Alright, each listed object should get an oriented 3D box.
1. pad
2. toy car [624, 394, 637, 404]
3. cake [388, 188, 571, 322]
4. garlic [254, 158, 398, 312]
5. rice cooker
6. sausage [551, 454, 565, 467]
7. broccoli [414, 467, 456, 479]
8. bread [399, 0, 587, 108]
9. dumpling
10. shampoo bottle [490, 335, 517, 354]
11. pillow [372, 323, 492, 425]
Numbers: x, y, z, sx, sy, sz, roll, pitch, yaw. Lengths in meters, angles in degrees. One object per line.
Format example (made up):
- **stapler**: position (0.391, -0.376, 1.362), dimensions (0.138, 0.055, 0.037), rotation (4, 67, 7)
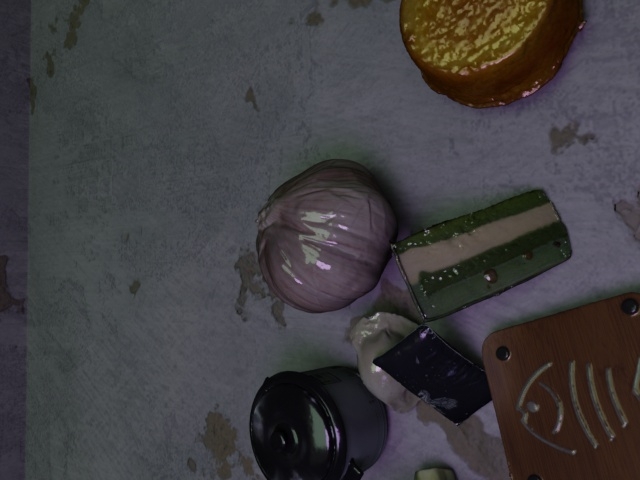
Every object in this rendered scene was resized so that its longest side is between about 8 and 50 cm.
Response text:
- **pad**: position (0.397, 0.250, 0.918), dimensions (0.284, 0.018, 0.287), rotation (-26, 62, 37)
- **toy car**: position (0.528, 0.243, 0.863), dimensions (0.170, 0.070, 0.080), rotation (-26, 72, 37)
- **cake**: position (0.280, 0.028, 1.082), dimensions (0.283, 0.172, 0.158), rotation (-22, 80, 2)
- **garlic**: position (0.000, 0.000, 1.165), dimensions (0.317, 0.259, 0.317), rotation (-49, 24, 31)
- **rice cooker**: position (-0.010, 0.371, 1.184), dimensions (0.280, 0.227, 0.241), rotation (38, 111, 32)
- **sausage**: position (0.437, 0.367, 0.928), dimensions (0.304, 0.078, 0.078), rotation (32, 108, 34)
- **broccoli**: position (0.198, 0.526, 1.053), dimensions (0.263, 0.247, 0.243), rotation (1, 51, 1)
- **bread**: position (0.275, -0.382, 1.023), dimensions (0.312, 0.172, 0.312), rotation (-2, 86, 36)
- **dumpling**: position (0.147, 0.230, 1.153), dimensions (0.155, 0.181, 0.111), rotation (-35, 28, 6)
- **shampoo bottle**: position (0.339, 0.216, 1.030), dimensions (0.072, 0.043, 0.099), rotation (-33, 68, 33)
- **pillow**: position (0.212, 0.240, 1.066), dimensions (0.208, 0.055, 0.141), rotation (38, 122, -11)
